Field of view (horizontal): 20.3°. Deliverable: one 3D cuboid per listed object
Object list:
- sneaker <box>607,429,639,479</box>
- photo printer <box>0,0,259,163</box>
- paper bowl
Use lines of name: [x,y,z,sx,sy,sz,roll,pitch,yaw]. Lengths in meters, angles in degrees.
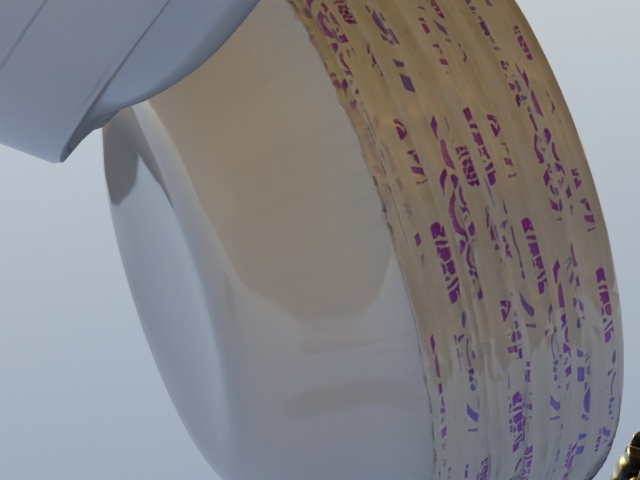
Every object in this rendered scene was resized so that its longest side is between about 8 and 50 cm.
sneaker: [0.272,0.215,0.964,0.343,0.146,0.134,21,-160,-20]
photo printer: [-0.071,-0.184,0.398,0.256,0.307,0.107,40,-153,-2]
paper bowl: [0.000,0.000,0.780,0.148,0.284,0.284,-17,-145,-16]
